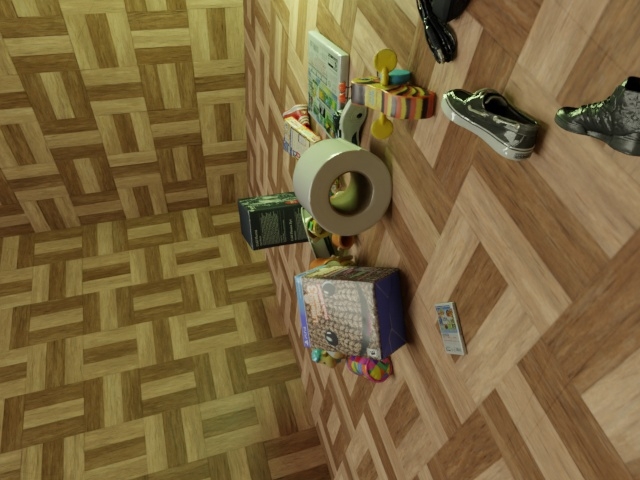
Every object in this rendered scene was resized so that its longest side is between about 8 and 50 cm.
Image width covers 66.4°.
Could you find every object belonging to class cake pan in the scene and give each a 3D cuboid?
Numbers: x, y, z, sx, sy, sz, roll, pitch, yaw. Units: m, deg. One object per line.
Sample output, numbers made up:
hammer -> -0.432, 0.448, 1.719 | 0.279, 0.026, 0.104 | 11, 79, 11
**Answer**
cake pan -> 0.000, 0.000, 1.892 | 0.293, 0.054, 0.293 | -19, -90, -84

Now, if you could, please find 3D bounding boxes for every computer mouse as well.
computer mouse -> 0.231, -0.471, 0.881 | 0.272, 0.072, 0.188 | 121, 138, -68

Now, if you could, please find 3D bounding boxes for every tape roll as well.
tape roll -> 0.059, -0.154, 1.389 | 0.169, 0.246, 0.246 | -131, 34, -62

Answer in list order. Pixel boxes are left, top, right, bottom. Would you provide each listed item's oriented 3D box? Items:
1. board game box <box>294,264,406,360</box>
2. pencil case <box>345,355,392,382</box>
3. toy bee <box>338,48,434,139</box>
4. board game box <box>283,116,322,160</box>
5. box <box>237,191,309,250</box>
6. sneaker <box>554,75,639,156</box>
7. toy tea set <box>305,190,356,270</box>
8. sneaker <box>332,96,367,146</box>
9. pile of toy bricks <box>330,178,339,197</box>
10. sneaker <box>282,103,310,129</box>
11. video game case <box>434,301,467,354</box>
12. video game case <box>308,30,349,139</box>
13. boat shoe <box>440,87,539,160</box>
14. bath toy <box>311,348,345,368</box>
board game box -> 0.088, 0.205, 1.459 | 0.291, 0.141, 0.232 | 0, 102, 40
pencil case -> 0.161, 0.420, 1.675 | 0.236, 0.104, 0.104 | 162, 98, -75
toy bee -> 0.132, -0.339, 1.163 | 0.298, 0.162, 0.195 | -152, 52, -71
board game box -> -0.075, -0.389, 1.974 | 0.193, 0.045, 0.147 | 43, 146, 30
box -> -0.192, -0.100, 2.206 | 0.343, 0.312, 0.179 | -144, 46, -68
sneaker -> 0.374, -0.165, 0.609 | 0.170, 0.051, 0.089 | -127, 30, -50
toy tea set -> 0.059, 0.004, 1.649 | 0.124, 0.200, 0.336 | 11, 110, 53
sneaker -> 0.077, -0.379, 1.485 | 0.217, 0.079, 0.121 | 99, 154, -54
pile of toy bricks -> 0.038, -0.142, 1.780 | 0.105, 0.118, 0.212 | -55, -47, -65
sneaker -> -0.102, -0.489, 2.062 | 0.221, 0.087, 0.128 | 180, 82, -76
video game case -> 0.308, 0.208, 1.161 | 0.087, 0.011, 0.122 | 143, 116, -74
video game case -> 0.021, -0.528, 1.683 | 0.329, 0.036, 0.300 | -120, 25, -50
boat shoe -> 0.290, -0.221, 0.838 | 0.219, 0.077, 0.070 | 54, 152, 42
bath toy -> 0.075, 0.280, 1.668 | 0.151, 0.129, 0.348 | -98, 24, -56
